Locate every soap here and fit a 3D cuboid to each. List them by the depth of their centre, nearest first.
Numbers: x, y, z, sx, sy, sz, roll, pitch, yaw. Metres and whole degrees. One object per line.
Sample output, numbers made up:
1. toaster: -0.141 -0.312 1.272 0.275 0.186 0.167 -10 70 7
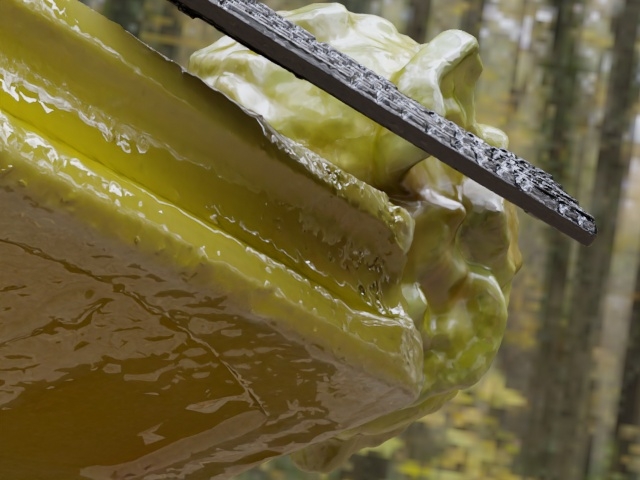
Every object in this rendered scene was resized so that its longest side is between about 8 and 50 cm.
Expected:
1. soap: -0.125 0.003 0.692 0.199 0.091 0.315 -26 -35 28

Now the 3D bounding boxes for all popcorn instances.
1. popcorn: 0.009 -0.002 0.981 0.217 0.235 0.181 -14 -9 39

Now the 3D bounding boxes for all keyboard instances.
1. keyboard: 0.013 -0.057 0.704 0.204 0.013 0.061 29 13 -22
